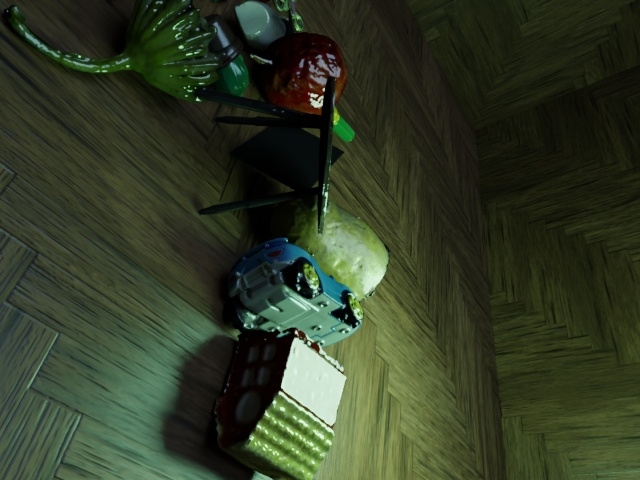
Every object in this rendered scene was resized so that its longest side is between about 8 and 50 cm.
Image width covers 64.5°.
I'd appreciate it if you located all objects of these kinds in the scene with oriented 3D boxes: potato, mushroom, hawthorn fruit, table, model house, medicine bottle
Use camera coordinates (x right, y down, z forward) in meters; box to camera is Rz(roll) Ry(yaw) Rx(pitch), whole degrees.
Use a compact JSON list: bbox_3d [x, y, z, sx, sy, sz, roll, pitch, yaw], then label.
[{"bbox_3d":[0.000,0.000,1.192,0.266,0.229,0.229,45,38,-26],"label":"potato"},{"bbox_3d":[-0.142,-0.573,1.384,0.270,0.103,0.118,-43,120,-69],"label":"mushroom"},{"bbox_3d":[-0.072,-0.431,1.323,0.266,0.210,0.230,5,93,-31],"label":"hawthorn fruit"},{"bbox_3d":[-0.108,-0.204,1.011,0.317,0.249,0.317,-177,-90,-87],"label":"table"},{"bbox_3d":[-0.076,0.312,0.927,0.196,0.160,0.254,48,39,-36],"label":"model house"},{"bbox_3d":[0.021,-0.392,1.569,0.260,0.064,0.095,36,47,-46],"label":"medicine bottle"}]

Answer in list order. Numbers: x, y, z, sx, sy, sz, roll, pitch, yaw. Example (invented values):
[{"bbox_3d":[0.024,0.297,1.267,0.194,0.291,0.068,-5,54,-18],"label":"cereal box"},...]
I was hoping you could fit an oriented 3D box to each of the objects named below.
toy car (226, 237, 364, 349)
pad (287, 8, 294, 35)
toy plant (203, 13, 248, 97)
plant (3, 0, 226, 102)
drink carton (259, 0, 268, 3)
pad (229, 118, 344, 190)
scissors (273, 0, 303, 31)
[{"bbox_3d":[-0.048,0.116,1.060,0.314,0.198,0.166,38,32,-42],"label":"toy car"},{"bbox_3d":[-0.077,-0.550,1.471,0.190,0.004,0.127,77,12,-58],"label":"pad"},{"bbox_3d":[-0.218,-0.409,1.163,0.143,0.105,0.200,-94,167,-50],"label":"toy plant"},{"bbox_3d":[-0.355,-0.338,0.938,0.333,0.180,0.251,-33,112,-26],"label":"plant"},{"bbox_3d":[-0.179,-0.813,1.472,0.096,0.071,0.223,22,55,-54],"label":"drink carton"},{"bbox_3d":[-0.071,-0.218,1.263,0.202,0.005,0.300,29,35,4],"label":"pad"},{"bbox_3d":[-0.097,-0.769,1.630,0.133,0.020,0.187,37,46,-38],"label":"scissors"}]
